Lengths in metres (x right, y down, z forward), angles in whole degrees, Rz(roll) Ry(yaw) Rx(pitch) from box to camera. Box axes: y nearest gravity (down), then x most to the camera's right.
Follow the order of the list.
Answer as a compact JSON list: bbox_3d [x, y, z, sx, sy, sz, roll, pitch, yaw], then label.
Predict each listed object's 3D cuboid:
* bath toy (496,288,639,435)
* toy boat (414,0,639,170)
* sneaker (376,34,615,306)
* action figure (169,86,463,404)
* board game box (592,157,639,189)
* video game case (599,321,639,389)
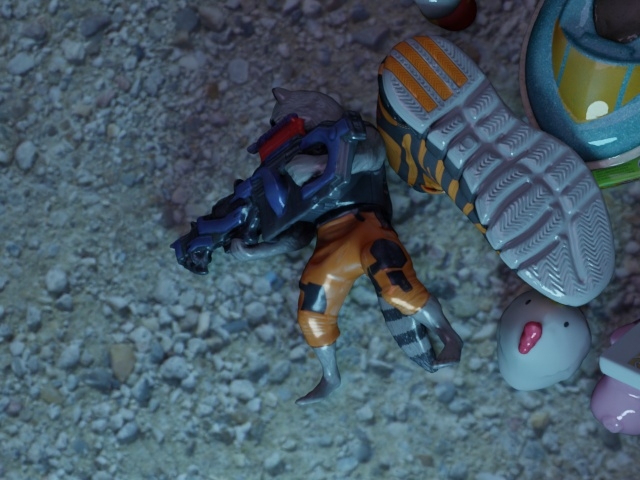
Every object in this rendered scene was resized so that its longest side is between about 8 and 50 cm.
[{"bbox_3d":[0.335,0.141,1.633,0.348,0.129,0.151,25,86,17],"label":"bath toy"},{"bbox_3d":[0.238,-0.216,1.665,0.318,0.148,0.267,17,89,19],"label":"toy boat"},{"bbox_3d":[0.175,-0.063,1.686,0.124,0.180,0.321,-34,83,-10],"label":"sneaker"},{"bbox_3d":[0.000,0.000,1.739,0.341,0.178,0.330,-22,79,49],"label":"action figure"},{"bbox_3d":[0.323,-0.193,1.730,0.124,0.039,0.259,-14,82,14],"label":"board game box"},{"bbox_3d":[0.412,0.101,1.531,0.206,0.026,0.227,-35,40,-29],"label":"video game case"}]
